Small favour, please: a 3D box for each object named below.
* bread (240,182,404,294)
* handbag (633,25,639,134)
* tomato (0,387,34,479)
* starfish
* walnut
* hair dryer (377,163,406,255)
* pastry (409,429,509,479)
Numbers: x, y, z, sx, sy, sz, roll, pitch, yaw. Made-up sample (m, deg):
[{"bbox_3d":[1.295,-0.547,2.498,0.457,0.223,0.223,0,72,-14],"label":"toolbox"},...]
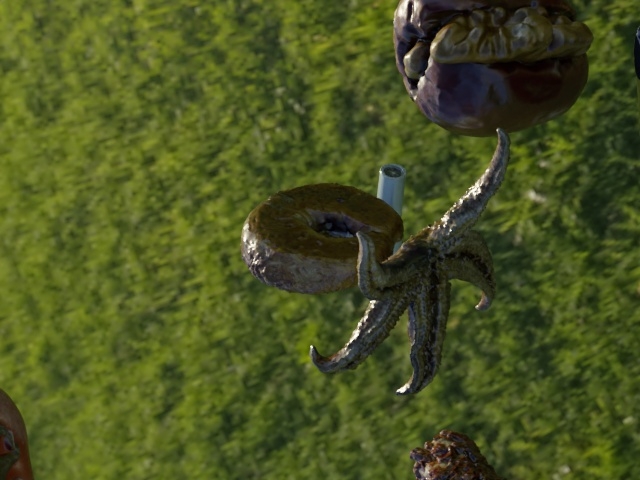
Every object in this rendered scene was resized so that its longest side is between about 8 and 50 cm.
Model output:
[{"bbox_3d":[0.000,0.000,1.493,0.193,0.193,0.064,33,136,41],"label":"bread"},{"bbox_3d":[0.523,-0.124,1.638,0.275,0.178,0.302,64,-179,-54],"label":"handbag"},{"bbox_3d":[-0.474,0.289,1.596,0.227,0.270,0.270,-10,102,16],"label":"tomato"},{"bbox_3d":[0.083,0.015,0.964,0.057,0.213,0.238,37,116,29],"label":"starfish"},{"bbox_3d":[0.242,-0.260,1.798,0.244,0.269,0.222,146,113,-67],"label":"walnut"},{"bbox_3d":[0.114,-0.003,2.017,0.183,0.044,0.155,-99,9,-49],"label":"hair dryer"},{"bbox_3d":[0.194,0.332,1.712,0.208,0.115,0.097,-125,29,-52],"label":"pastry"}]
